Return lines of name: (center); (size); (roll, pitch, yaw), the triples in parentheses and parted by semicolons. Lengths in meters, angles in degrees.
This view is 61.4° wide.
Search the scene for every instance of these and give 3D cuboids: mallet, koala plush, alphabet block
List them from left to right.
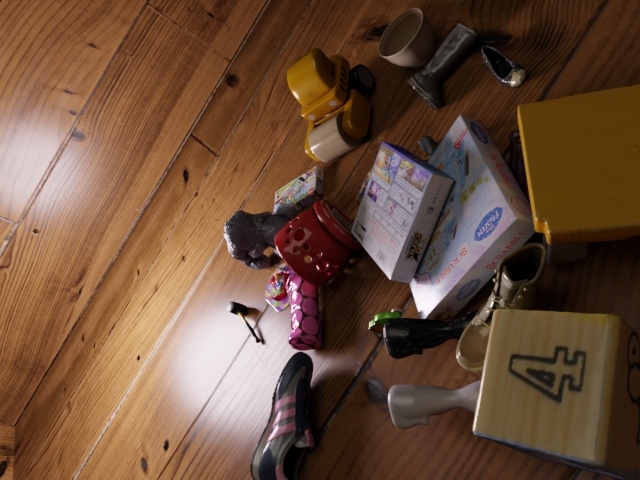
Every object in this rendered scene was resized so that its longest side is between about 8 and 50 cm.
mallet: (-0.225, 0.257, 1.679); (0.189, 0.062, 0.039); (43, 103, 40)
koala plush: (-0.161, -0.019, 1.674); (0.221, 0.203, 0.196); (-4, 75, 26)
alphabet block: (0.369, 0.226, 0.801); (0.193, 0.192, 0.197); (-4, 62, 49)

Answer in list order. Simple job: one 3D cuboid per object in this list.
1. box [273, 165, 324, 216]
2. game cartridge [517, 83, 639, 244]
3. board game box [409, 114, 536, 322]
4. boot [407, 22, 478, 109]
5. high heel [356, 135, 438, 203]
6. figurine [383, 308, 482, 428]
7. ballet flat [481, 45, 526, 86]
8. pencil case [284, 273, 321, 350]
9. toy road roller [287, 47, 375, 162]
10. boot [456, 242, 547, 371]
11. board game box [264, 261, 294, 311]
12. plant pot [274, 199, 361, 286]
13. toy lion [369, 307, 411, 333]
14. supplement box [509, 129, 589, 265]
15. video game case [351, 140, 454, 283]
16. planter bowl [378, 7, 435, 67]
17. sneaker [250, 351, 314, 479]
box: (-0.073, -0.150, 1.764); (0.207, 0.036, 0.114); (-28, 47, 39)
game cartridge: (0.505, -0.133, 0.877); (0.323, 0.053, 0.285); (-6, 57, 18)
board game box: (0.277, -0.041, 1.130); (0.318, 0.065, 0.319); (-100, 30, -42)
boot: (0.341, -0.467, 1.444); (0.208, 0.076, 0.190); (-40, 41, 17)
high heel: (0.204, -0.141, 1.349); (0.261, 0.093, 0.186); (-38, 34, 16)
figurine: (0.235, 0.242, 1.027); (0.209, 0.092, 0.215); (-15, 62, 28)
ballet flat: (0.434, -0.417, 1.294); (0.057, 0.049, 0.173); (-48, 37, 20)
pencil case: (-0.049, 0.192, 1.447); (0.098, 0.095, 0.209); (-14, 51, 14)
toy road roller: (0.012, -0.436, 1.678); (0.202, 0.240, 0.330); (-23, 50, 43)
boot: (0.309, 0.114, 0.924); (0.077, 0.165, 0.213); (35, 67, 28)
board game box: (-0.129, 0.136, 1.637); (0.133, 0.033, 0.168); (-59, 34, 3)
plant pot: (0.000, 0.000, 1.434); (0.174, 0.191, 0.191); (-43, 38, 19)
toy lion: (0.149, 0.185, 1.195); (0.096, 0.100, 0.034); (-10, 58, 26)
supplement box: (0.419, -0.088, 1.000); (0.073, 0.130, 0.239); (-13, 50, 8)
video game case: (0.174, -0.073, 1.226); (0.269, 0.061, 0.244); (-124, 48, -61)
planter bowl: (0.265, -0.572, 1.569); (0.162, 0.109, 0.162); (-32, 43, 36)
sneaker: (-0.054, 0.432, 1.291); (0.131, 0.112, 0.319); (7, 74, 36)
